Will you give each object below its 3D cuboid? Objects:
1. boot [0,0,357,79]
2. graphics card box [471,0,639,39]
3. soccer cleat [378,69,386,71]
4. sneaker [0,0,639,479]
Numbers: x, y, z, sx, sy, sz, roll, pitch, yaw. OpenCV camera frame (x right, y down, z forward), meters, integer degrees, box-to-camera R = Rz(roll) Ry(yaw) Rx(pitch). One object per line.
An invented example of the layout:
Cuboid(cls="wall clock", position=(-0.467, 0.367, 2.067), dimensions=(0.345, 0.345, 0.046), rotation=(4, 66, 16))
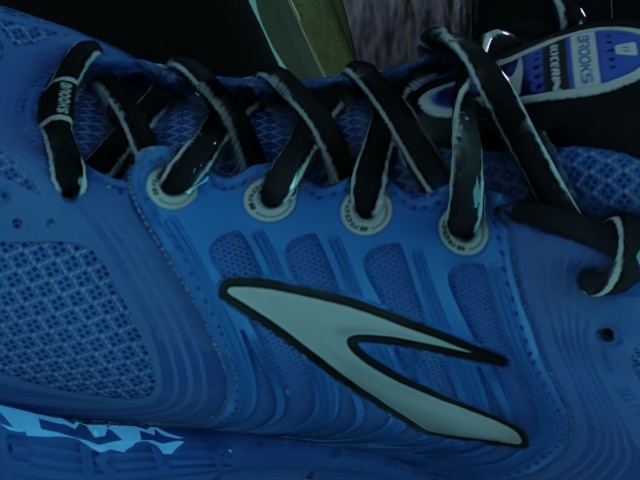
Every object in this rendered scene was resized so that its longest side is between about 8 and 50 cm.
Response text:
Cuboid(cls="boot", position=(0.000, 0.000, 0.568), dimensions=(0.305, 0.112, 0.115), rotation=(69, 26, -19))
Cuboid(cls="graphics card box", position=(0.115, -0.067, 0.740), dimensions=(0.371, 0.094, 0.233), rotation=(65, 27, -74))
Cuboid(cls="soccer cleat", position=(0.016, 0.034, 0.645), dimensions=(0.068, 0.076, 0.196), rotation=(21, 68, -63))
Cuboid(cls="sneaker", position=(0.008, -0.007, 0.408), dimensions=(0.330, 0.147, 0.130), rotation=(20, 37, -19))
